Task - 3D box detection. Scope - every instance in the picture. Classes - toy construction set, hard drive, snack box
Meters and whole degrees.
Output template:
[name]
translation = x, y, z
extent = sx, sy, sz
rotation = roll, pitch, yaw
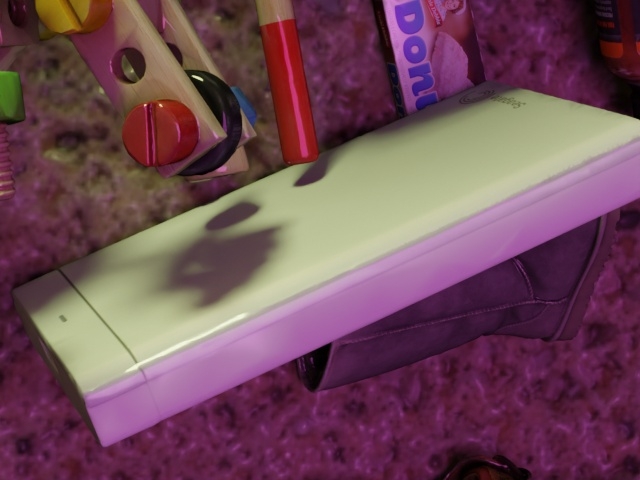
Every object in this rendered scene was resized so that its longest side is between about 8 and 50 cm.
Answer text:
[toy construction set]
translation = -0.145, -0.143, 0.996
extent = 0.309, 0.257, 0.237
rotation = -10, 91, -42
[hard drive]
translation = 0.000, 0.000, 1.041
extent = 0.353, 0.233, 0.047
rotation = -24, 108, -13
[snack box]
translation = 0.086, -0.091, 1.192
extent = 0.064, 0.022, 0.178
rotation = -19, 107, -17

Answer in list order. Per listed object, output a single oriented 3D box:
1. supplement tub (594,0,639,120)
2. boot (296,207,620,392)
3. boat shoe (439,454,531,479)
[supplement tub]
translation = 0.241, -0.180, 1.199
extent = 0.106, 0.106, 0.198
rotation = -15, 106, -21
[boot]
translation = 0.090, 0.013, 1.171
extent = 0.208, 0.076, 0.189
rotation = -3, 121, -18
[boat shoe]
translation = 0.128, 0.209, 1.217
extent = 0.307, 0.111, 0.104
rotation = -10, 105, -22
